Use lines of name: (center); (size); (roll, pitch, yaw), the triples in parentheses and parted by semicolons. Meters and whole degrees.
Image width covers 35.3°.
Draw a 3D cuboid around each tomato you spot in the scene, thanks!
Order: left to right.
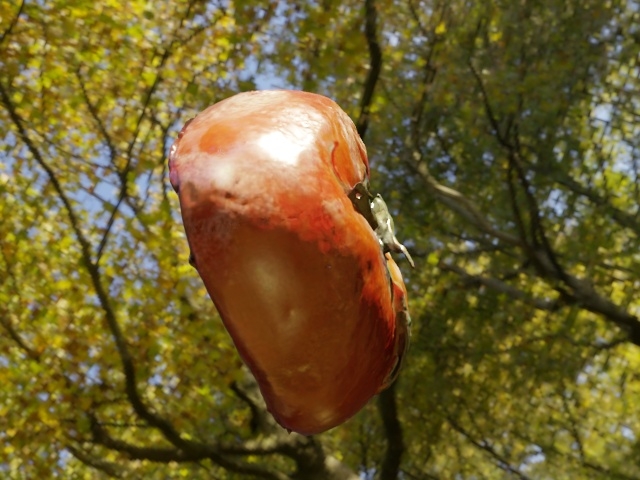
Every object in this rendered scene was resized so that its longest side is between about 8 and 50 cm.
tomato: (0.002, -0.002, 0.636); (0.228, 0.101, 0.228); (-19, -90, -75)
